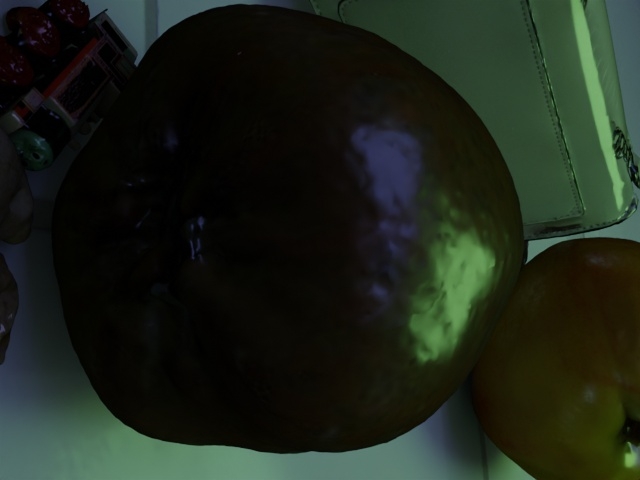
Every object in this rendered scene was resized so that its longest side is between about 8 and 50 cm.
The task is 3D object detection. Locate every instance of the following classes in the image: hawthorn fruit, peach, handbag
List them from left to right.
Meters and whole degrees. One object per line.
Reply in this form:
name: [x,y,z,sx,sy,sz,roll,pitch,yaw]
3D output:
hawthorn fruit: [0.000,0.000,0.471,0.301,0.267,0.268,-4,84,-55]
handbag: [0.173,-0.169,0.735,0.358,0.236,0.160,60,41,-38]
peach: [0.321,0.137,0.858,0.289,0.289,0.308,55,17,-28]

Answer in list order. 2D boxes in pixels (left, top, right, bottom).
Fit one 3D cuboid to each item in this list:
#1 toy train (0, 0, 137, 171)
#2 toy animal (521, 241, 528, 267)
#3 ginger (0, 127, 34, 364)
toy train: [-0.167,-0.098,0.447,0.087,0.050,0.138,52,34,-29]
toy animal: [0.244,0.005,0.965,0.069,0.086,0.220,44,66,-33]
ginger: [-0.210,0.032,0.343,0.137,0.074,0.213,37,48,-35]
